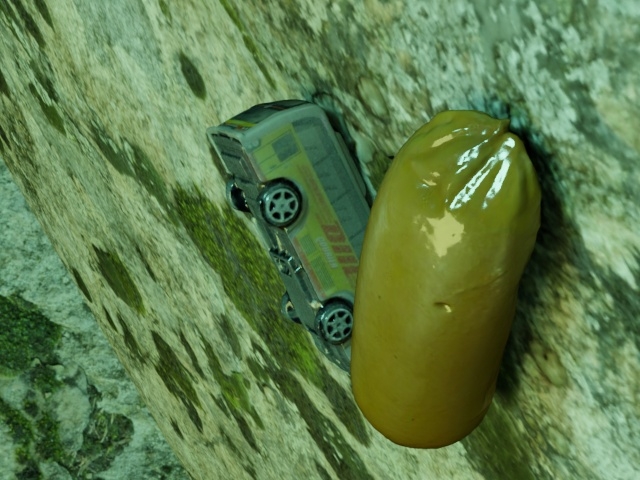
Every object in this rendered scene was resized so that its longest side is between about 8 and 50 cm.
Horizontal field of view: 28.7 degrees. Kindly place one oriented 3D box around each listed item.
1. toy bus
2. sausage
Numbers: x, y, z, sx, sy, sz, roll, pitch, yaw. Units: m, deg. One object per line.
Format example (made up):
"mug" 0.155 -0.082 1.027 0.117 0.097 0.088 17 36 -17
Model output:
"toy bus" 0.000 0.000 1.106 0.092 0.106 0.268 19 139 62
"sausage" 0.087 0.035 0.939 0.134 0.116 0.354 59 160 33
